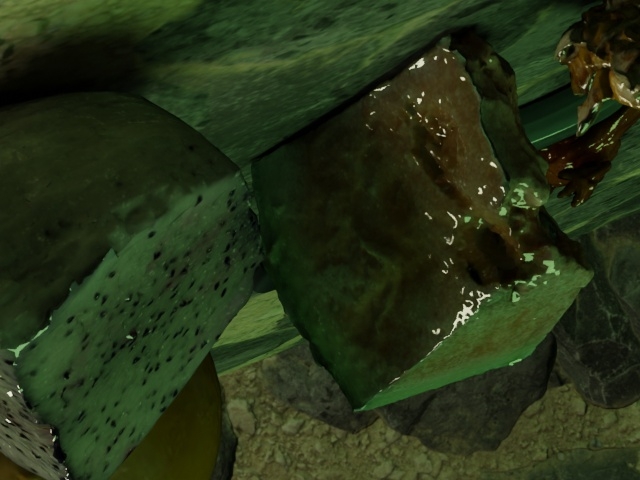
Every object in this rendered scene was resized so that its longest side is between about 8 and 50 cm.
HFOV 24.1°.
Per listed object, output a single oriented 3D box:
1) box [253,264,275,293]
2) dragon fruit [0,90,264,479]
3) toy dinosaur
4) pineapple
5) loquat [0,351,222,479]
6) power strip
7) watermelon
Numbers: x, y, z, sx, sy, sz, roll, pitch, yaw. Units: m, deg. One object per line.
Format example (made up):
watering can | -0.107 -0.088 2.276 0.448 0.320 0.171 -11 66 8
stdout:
box | 0.000 0.000 1.811 0.160 0.050 0.230 -19 171 -16
dragon fruit | -0.178 0.004 0.953 0.221 0.204 0.283 -48 162 -18
toy dinosaur | 0.317 -0.115 1.749 0.432 0.097 0.208 -24 -174 35
pineapple | 0.284 -0.182 1.216 0.161 0.158 0.335 24 -152 38
loquat | -0.240 0.157 1.305 0.329 0.328 0.328 -22 172 -3
power strip | 0.246 -0.133 1.623 0.216 0.044 0.137 -22 172 3
watermelon | 0.107 -0.013 1.313 0.151 0.264 0.302 -14 165 -48
